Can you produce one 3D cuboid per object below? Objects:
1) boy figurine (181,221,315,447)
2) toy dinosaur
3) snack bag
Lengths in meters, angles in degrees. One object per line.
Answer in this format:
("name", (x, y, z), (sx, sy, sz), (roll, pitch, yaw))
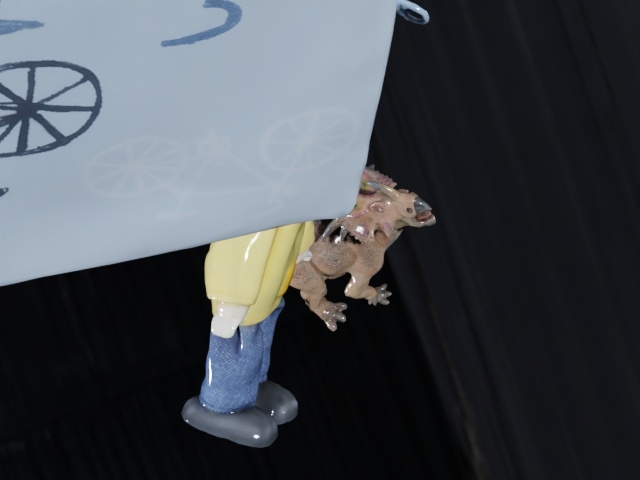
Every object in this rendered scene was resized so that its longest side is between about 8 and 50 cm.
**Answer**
("boy figurine", (-0.038, 0.013, 1.171), (0.092, 0.285, 0.177), (19, -161, 14))
("toy dinosaur", (0.000, 0.000, 1.724), (0.295, 0.127, 0.200), (-25, 147, 13))
("snack bag", (-0.110, -0.084, 0.580), (0.323, 0.037, 0.342), (-13, 147, -14))
